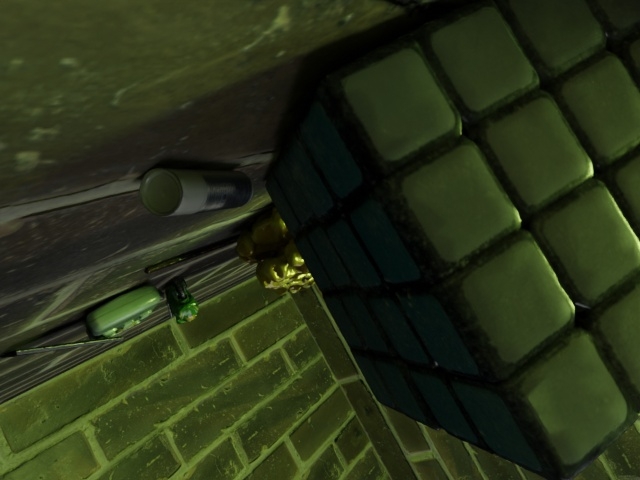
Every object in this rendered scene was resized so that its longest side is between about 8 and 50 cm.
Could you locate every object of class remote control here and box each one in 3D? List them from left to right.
[{"bbox_3d":[-0.412,0.156,1.008,0.140,0.056,0.296,-29,179,-30],"label":"remote control"}]

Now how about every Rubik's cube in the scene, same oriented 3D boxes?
[{"bbox_3d":[0.174,-0.028,0.524,0.344,0.344,0.337,-30,178,-16],"label":"Rubik's cube"}]

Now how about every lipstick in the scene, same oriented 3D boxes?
[{"bbox_3d":[-0.105,-0.046,0.444,0.040,0.040,0.141,-30,178,17],"label":"lipstick"}]

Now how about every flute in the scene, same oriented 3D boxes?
[{"bbox_3d":[-0.217,0.019,0.893,0.014,0.014,0.269,-30,177,31],"label":"flute"}]

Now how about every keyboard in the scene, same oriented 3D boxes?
[{"bbox_3d":[-0.478,0.200,0.916,0.067,0.011,0.202,-17,168,35],"label":"keyboard"}]

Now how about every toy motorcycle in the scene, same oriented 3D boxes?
[{"bbox_3d":[-0.336,0.150,1.170,0.074,0.106,0.190,-27,176,-26],"label":"toy motorcycle"}]

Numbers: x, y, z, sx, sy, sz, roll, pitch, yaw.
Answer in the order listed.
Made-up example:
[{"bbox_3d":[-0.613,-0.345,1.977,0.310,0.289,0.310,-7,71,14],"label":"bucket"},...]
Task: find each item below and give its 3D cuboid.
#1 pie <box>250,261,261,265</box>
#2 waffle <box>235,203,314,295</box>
[{"bbox_3d":[-0.065,0.026,1.236,0.308,0.085,0.308,0,-170,0],"label":"pie"},{"bbox_3d":[0.000,0.000,0.961,0.261,0.151,0.324,-26,164,27],"label":"waffle"}]
